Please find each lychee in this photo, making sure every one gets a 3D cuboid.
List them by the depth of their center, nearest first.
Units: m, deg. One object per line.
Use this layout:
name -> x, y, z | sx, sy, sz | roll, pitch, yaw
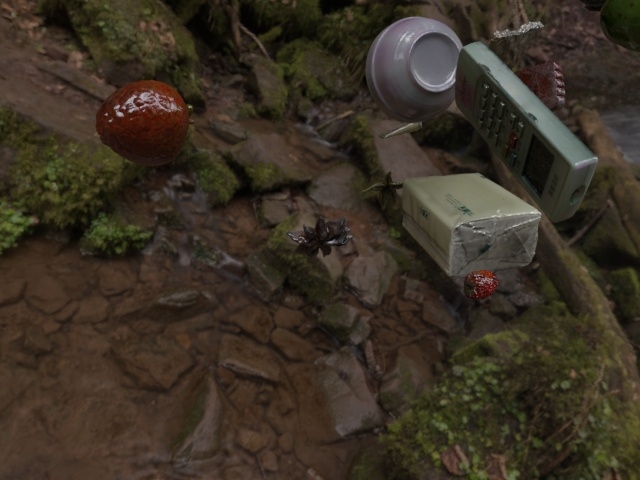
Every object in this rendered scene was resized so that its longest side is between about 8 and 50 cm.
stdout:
lychee -> -0.480, -0.329, 1.446 | 0.300, 0.255, 0.255 | -5, 46, -38

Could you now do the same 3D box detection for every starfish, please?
starfish -> 0.265, -0.202, 1.940 | 0.217, 0.223, 0.050 | -6, 64, 1

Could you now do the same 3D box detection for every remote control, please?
remote control -> 0.333, -0.196, 0.877 | 0.050, 0.145, 0.343 | -21, 54, -5

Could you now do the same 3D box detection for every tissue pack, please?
tissue pack -> 0.461, -0.064, 1.626 | 0.298, 0.207, 0.380 | -9, 28, -13

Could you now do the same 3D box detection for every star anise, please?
star anise -> 0.000, 0.000, 1.436 | 0.195, 0.183, 0.065 | 60, 14, -60

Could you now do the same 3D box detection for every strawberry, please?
strawberry -> 0.430, 0.116, 1.371 | 0.097, 0.083, 0.083 | -15, 44, -6

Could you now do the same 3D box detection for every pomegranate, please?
pomegranate -> 0.761, -0.546, 1.164 | 0.182, 0.224, 0.181 | 23, 37, -19

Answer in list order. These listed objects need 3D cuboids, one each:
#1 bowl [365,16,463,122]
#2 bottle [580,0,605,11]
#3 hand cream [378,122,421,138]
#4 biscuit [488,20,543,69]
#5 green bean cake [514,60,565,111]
bowl -> 0.280, -0.472, 1.394 | 0.287, 0.286, 0.144 | 21, 1, -18
bottle -> 0.889, -0.789, 1.599 | 0.271, 0.143, 0.156 | -20, 62, -48
hand cream -> 0.265, -0.364, 1.686 | 0.143, 0.039, 0.061 | -20, 26, -2
biscuit -> 0.517, -0.518, 1.392 | 0.250, 0.133, 0.032 | -28, 56, -35
green bean cake -> 0.611, -0.420, 1.432 | 0.056, 0.136, 0.135 | -5, 91, -41
